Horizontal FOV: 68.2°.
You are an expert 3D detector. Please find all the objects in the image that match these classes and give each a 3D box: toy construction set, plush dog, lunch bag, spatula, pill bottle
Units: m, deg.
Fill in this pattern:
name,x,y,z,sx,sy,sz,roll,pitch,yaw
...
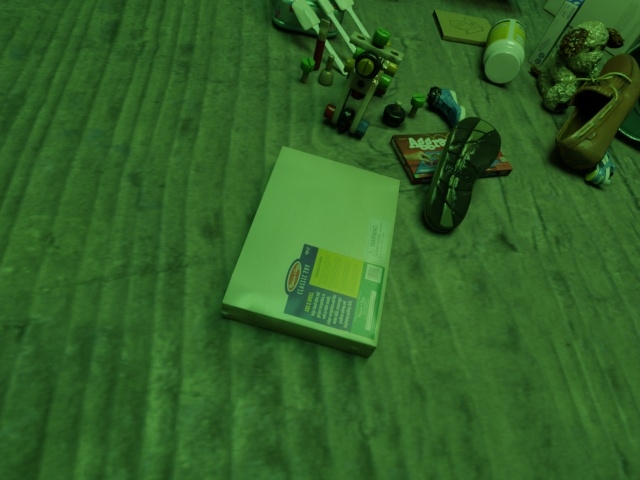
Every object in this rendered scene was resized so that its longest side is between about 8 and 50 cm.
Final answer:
name,x,y,z,sx,sy,sz,roll,pitch,yaw
toy construction set,0.094,-0.440,1.149,0.257,0.237,0.309,-34,68,-32
plush dog,0.754,-0.538,1.398,0.262,0.226,0.211,-19,61,-26
lunch bag,-0.040,-0.734,1.418,0.223,0.108,0.279,5,53,-9
spatula,0.049,-0.586,1.310,0.168,0.019,0.242,-36,97,-17
pill bottle,0.565,-0.580,1.450,0.119,0.119,0.209,22,52,3

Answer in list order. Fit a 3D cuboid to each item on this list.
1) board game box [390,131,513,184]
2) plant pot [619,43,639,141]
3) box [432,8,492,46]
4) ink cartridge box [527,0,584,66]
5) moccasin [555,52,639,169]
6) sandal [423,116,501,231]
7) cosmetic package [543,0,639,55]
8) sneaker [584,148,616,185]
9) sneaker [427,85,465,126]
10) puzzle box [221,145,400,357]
name,x,y,z,sx,sy,sz,roll,pitch,yaw
board game box,0.325,-0.211,1.171,0.281,0.027,0.145,-8,55,-20
plant pot,1.003,-0.430,1.373,0.293,0.293,0.196,46,32,20
box,0.488,-0.715,1.594,0.201,0.021,0.165,4,53,-11
ink cartridge box,0.751,-0.668,1.506,0.046,0.207,0.097,36,54,13
moccasin,0.735,-0.367,1.266,0.147,0.139,0.380,41,77,-18
sandal,0.304,-0.155,1.067,0.120,0.086,0.303,33,75,-5
cosmetic package,1.047,-0.863,1.738,0.155,0.197,0.366,-26,65,-29
sneaker,0.747,-0.197,1.254,0.059,0.053,0.144,29,60,6
sneaker,0.328,-0.359,1.260,0.084,0.058,0.152,10,48,-14
puzzle box,0.000,0.000,0.914,0.271,0.052,0.409,17,52,-2
